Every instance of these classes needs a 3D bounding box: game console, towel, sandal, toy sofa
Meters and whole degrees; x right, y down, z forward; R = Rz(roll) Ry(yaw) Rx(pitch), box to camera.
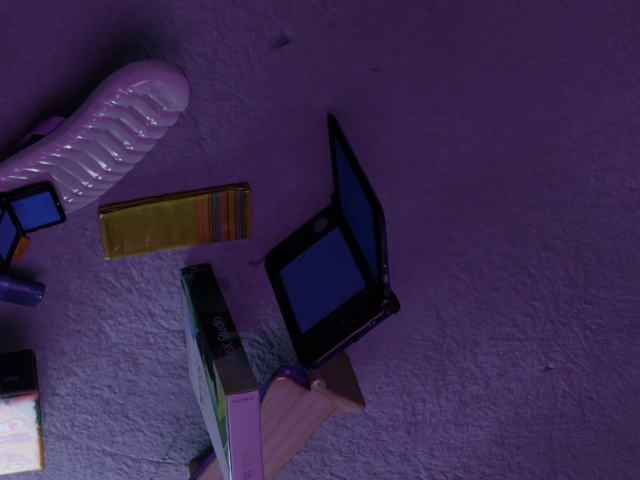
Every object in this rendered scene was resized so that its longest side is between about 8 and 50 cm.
[{"bbox_3d":[-0.424,-0.017,1.886,0.071,0.107,0.122,12,155,8],"label":"game console"},{"bbox_3d":[0.000,0.000,1.967,0.250,0.293,0.173,-37,126,10],"label":"game console"},{"bbox_3d":[-0.223,-0.027,2.048,0.237,0.021,0.102,-10,126,-11],"label":"towel"},{"bbox_3d":[-0.345,-0.144,1.875,0.416,0.102,0.169,-31,149,26],"label":"sandal"},{"bbox_3d":[-0.485,0.070,2.012,0.120,0.029,0.067,15,153,-23],"label":"towel"},{"bbox_3d":[-0.104,0.328,2.259,0.177,0.150,0.362,28,112,-26],"label":"toy sofa"}]

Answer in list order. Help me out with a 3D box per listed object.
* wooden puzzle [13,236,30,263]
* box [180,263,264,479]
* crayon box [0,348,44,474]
[{"bbox_3d":[-0.505,0.012,1.990,0.116,0.014,0.078,12,115,-25],"label":"wooden puzzle"},{"bbox_3d":[-0.155,0.221,2.056,0.059,0.322,0.232,-11,126,-14],"label":"box"},{"bbox_3d":[-0.543,0.295,2.079,0.202,0.081,0.318,-6,146,-13],"label":"crayon box"}]
